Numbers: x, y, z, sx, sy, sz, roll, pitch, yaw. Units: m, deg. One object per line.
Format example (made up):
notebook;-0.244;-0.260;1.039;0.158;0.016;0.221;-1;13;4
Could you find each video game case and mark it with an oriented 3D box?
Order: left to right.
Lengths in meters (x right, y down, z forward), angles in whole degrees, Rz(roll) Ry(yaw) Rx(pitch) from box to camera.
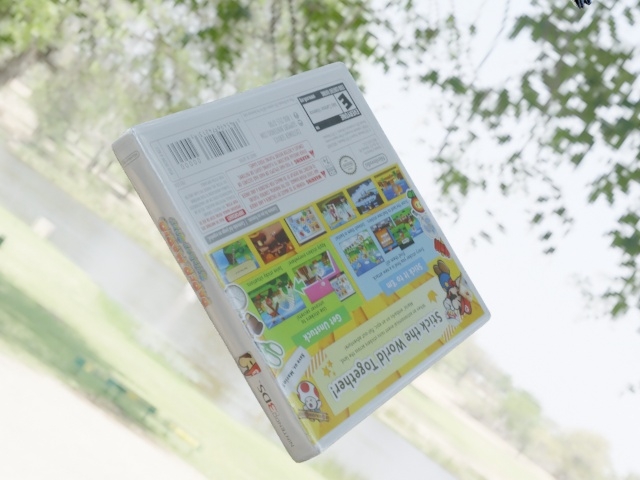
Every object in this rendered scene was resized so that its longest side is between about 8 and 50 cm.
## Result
video game case;0.000;0.000;0.768;0.227;0.026;0.206;-28;87;-54

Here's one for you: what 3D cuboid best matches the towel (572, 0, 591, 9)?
towel;0.212;-0.268;1.132;0.119;0.029;0.067;48;14;-32
